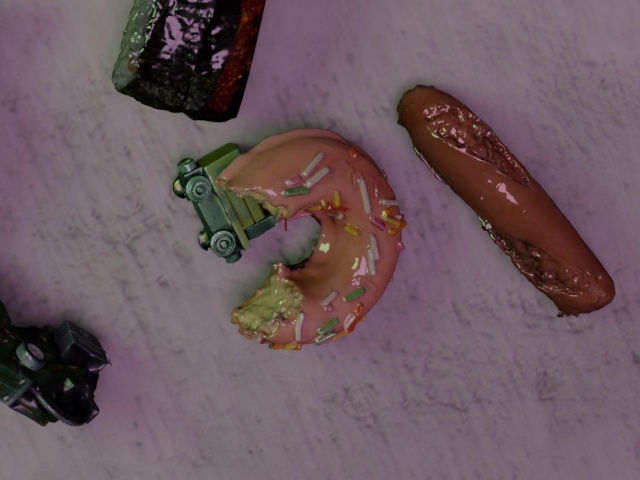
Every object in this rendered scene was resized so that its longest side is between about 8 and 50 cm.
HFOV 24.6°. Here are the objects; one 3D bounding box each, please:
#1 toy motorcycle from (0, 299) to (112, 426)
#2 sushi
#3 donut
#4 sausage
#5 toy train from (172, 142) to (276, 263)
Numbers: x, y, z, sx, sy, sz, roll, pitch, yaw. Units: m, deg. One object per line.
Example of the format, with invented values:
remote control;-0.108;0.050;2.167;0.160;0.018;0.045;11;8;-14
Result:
toy motorcycle;-0.332;0.087;1.454;0.125;0.187;0.274;-43;127;10
sushi;-0.121;-0.225;1.410;0.126;0.136;0.225;12;111;-10
donut;0.000;0.000;1.498;0.199;0.085;0.233;-17;115;-24
sausage;0.199;-0.037;1.543;0.079;0.087;0.327;-46;109;-8
toy train;-0.100;-0.039;1.512;0.081;0.050;0.122;-32;112;-13
